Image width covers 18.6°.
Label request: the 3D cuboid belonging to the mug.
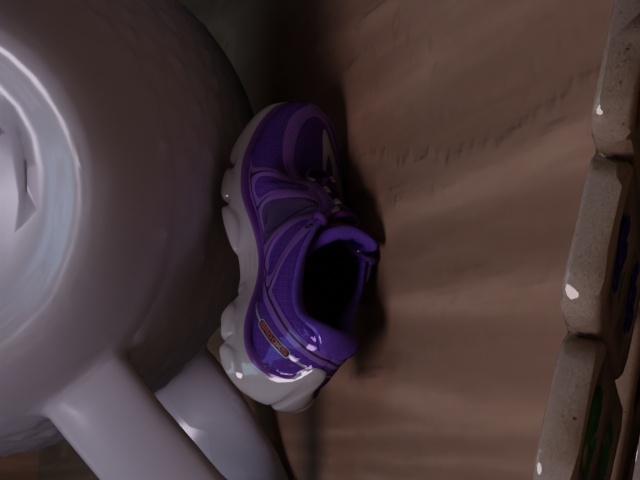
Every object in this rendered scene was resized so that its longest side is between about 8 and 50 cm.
[{"bbox_3d":[-0.142,0.011,0.984,0.374,0.276,0.328,51,-177,-1],"label":"mug"}]

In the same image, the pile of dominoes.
[{"bbox_3d":[0.085,0.008,0.415,0.196,0.040,0.251,-16,-65,-73],"label":"pile of dominoes"}]

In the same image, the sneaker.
[{"bbox_3d":[0.000,0.000,0.893,0.071,0.068,0.170,-37,39,35],"label":"sneaker"}]
